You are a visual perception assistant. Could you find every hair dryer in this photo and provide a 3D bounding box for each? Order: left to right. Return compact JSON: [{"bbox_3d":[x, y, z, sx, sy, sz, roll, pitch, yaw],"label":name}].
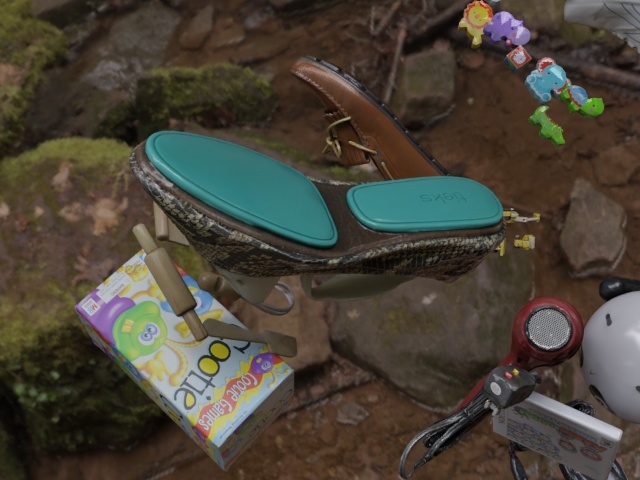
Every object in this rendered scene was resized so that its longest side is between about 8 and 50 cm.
[{"bbox_3d":[0.207,0.147,0.943,0.293,0.223,0.080,-23,70,-44],"label":"hair dryer"}]

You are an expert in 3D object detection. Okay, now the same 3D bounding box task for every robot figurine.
[{"bbox_3d":[0.454,0.155,1.050,0.209,0.278,0.174,22,99,48],"label":"robot figurine"}]

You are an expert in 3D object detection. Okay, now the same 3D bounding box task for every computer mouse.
[{"bbox_3d":[0.442,0.423,1.417,0.184,0.060,0.262,-23,70,3],"label":"computer mouse"}]

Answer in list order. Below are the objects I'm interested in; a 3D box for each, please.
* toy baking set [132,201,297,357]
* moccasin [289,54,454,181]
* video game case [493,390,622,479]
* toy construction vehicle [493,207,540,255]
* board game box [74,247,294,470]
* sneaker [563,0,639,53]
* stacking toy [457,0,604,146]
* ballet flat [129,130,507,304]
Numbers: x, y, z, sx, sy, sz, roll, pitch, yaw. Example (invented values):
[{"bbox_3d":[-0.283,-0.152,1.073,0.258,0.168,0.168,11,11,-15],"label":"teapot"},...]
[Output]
[{"bbox_3d":[-0.123,0.047,1.042,0.030,0.196,0.256,-39,75,39],"label":"toy baking set"},{"bbox_3d":[0.082,-0.177,1.471,0.147,0.380,0.139,-43,18,9],"label":"moccasin"},{"bbox_3d":[0.293,0.240,1.026,0.157,0.143,0.019,22,61,25],"label":"video game case"},{"bbox_3d":[0.345,-0.013,1.477,0.098,0.086,0.035,4,16,0],"label":"toy construction vehicle"},{"bbox_3d":[-0.182,0.159,1.124,0.275,0.142,0.144,39,67,16],"label":"board game box"},{"bbox_3d":[0.485,-0.306,1.165,0.297,0.129,0.111,18,28,39],"label":"sneaker"},{"bbox_3d":[0.255,-0.223,0.992,0.052,0.167,0.221,-36,86,0],"label":"stacking toy"},{"bbox_3d":[0.000,0.000,0.954,0.182,0.482,0.164,-62,37,34],"label":"ballet flat"}]
